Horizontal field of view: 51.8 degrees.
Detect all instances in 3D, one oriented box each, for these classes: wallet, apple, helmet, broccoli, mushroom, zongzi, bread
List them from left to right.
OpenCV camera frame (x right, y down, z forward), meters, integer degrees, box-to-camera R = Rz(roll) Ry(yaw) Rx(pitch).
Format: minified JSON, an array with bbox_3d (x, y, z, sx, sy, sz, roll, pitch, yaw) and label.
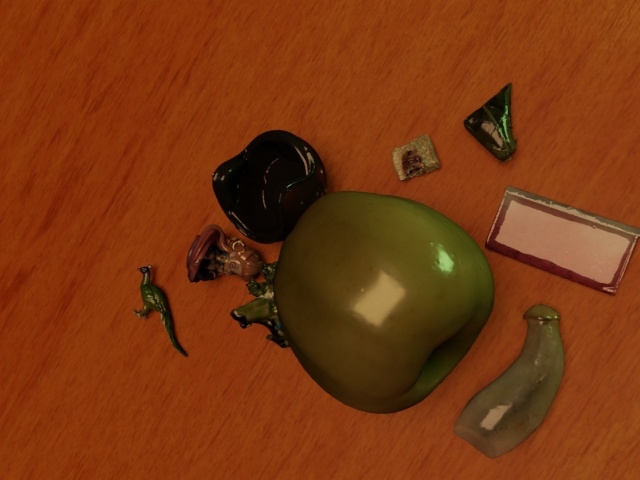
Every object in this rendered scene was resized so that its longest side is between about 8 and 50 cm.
[{"bbox_3d":[-0.089,0.125,1.240,0.160,0.167,0.154,-24,69,-27],"label":"broccoli"},{"bbox_3d":[-0.085,-0.099,1.250,0.189,0.193,0.216,19,95,32],"label":"helmet"},{"bbox_3d":[0.095,0.093,1.084,0.357,0.357,0.357,-3,82,21],"label":"apple"},{"bbox_3d":[0.177,-0.155,1.240,0.083,0.035,0.070,-21,75,21],"label":"bread"},{"bbox_3d":[0.333,-0.211,1.178,0.119,0.055,0.109,-41,73,1],"label":"zongzi"},{"bbox_3d":[0.336,0.239,1.098,0.118,0.103,0.270,34,86,18],"label":"mushroom"},{"bbox_3d":[0.411,-0.002,1.131,0.232,0.025,0.119,23,91,23],"label":"wallet"}]

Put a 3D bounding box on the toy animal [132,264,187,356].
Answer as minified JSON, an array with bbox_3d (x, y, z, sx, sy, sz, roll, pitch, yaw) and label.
[{"bbox_3d":[-0.354,0.163,1.410,0.075,0.041,0.217,-27,79,15],"label":"toy animal"}]

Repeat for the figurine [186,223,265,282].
[{"bbox_3d":[-0.191,0.030,1.333,0.157,0.126,0.114,-3,38,-2],"label":"figurine"}]
